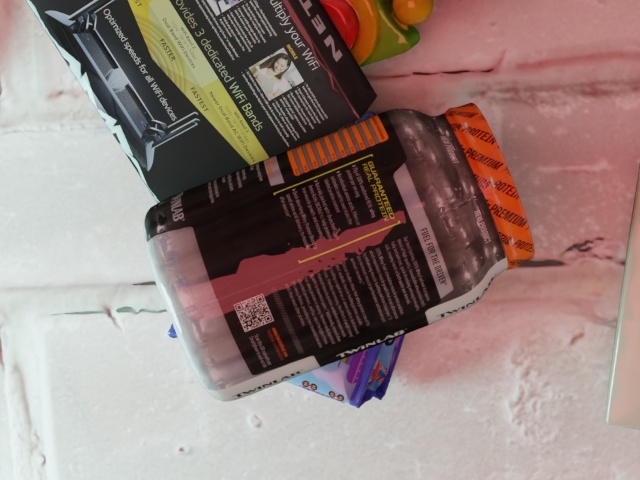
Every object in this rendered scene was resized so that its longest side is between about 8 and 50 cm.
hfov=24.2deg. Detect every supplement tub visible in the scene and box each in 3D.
[{"bbox_3d":[0.019,0.004,1.428,0.338,0.207,0.207,-21,93,2],"label":"supplement tub"}]

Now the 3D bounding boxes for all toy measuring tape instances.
[{"bbox_3d":[-0.037,-0.216,1.567,0.330,0.121,0.121,-16,94,26],"label":"toy measuring tape"}]

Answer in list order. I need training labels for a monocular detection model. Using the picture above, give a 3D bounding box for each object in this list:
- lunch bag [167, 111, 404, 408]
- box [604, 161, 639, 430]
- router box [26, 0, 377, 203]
[{"bbox_3d":[0.000,0.000,1.587,0.221,0.138,0.293,20,94,14],"label":"lunch bag"},{"bbox_3d":[0.351,0.049,1.500,0.094,0.113,0.275,8,102,12],"label":"box"},{"bbox_3d":[-0.127,-0.207,1.483,0.243,0.081,0.309,-26,103,25],"label":"router box"}]
